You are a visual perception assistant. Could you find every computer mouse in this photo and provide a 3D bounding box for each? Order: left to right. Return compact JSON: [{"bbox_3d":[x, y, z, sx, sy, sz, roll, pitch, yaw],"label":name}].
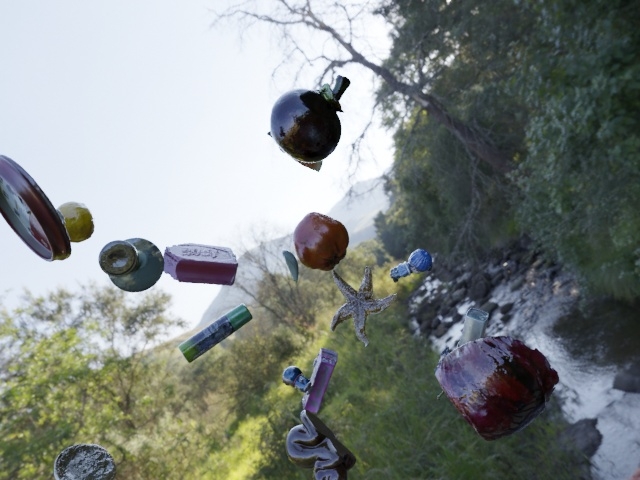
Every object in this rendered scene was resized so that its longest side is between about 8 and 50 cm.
[{"bbox_3d":[-0.079,0.073,1.327,0.032,0.110,0.056,-22,19,-3],"label":"computer mouse"}]

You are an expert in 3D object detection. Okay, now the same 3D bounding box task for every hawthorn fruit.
[{"bbox_3d":[0.000,0.000,1.410,0.189,0.189,0.189,-40,-8,-7],"label":"hawthorn fruit"}]

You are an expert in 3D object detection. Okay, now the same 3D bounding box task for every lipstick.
[{"bbox_3d":[0.469,0.337,1.436,0.077,0.078,0.253,-32,-49,-49],"label":"lipstick"}]

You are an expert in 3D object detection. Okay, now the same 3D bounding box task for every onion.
[{"bbox_3d":[0.475,0.395,1.196,0.280,0.314,0.146,-38,7,16],"label":"onion"}]

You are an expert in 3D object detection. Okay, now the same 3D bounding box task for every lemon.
[{"bbox_3d":[-0.755,-0.060,1.403,0.114,0.155,0.114,-27,-29,-17],"label":"lemon"}]

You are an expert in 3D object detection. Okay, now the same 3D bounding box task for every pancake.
[{"bbox_3d":[-0.602,0.585,1.173,0.025,0.151,0.151,-61,-13,15],"label":"pancake"}]

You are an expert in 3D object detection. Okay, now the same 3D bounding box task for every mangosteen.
[{"bbox_3d":[-0.019,-0.372,1.355,0.289,0.231,0.231,-51,-10,11],"label":"mangosteen"}]

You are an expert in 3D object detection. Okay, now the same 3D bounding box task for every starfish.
[{"bbox_3d":[0.123,0.197,1.435,0.235,0.277,0.062,-32,-36,13],"label":"starfish"}]

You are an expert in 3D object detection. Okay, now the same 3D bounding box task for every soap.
[{"bbox_3d":[-0.423,0.085,1.596,0.249,0.162,0.099,6,-68,-27],"label":"soap"}]

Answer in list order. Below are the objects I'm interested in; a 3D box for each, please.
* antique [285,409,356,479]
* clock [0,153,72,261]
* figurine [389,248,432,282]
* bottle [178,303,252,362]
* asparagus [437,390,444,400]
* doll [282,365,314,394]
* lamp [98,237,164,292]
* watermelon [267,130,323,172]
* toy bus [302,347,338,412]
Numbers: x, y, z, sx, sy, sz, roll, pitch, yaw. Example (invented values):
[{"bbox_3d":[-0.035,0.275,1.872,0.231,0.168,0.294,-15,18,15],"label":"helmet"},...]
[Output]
[{"bbox_3d":[-0.007,0.644,1.373,0.143,0.256,0.121,-54,-43,-6],"label":"antique"},{"bbox_3d":[-0.779,-0.083,1.234,0.080,0.318,0.318,-41,-6,-38],"label":"clock"},{"bbox_3d":[0.270,0.072,1.372,0.136,0.079,0.077,-19,23,26],"label":"figurine"},{"bbox_3d":[-0.456,0.402,2.009,0.330,0.093,0.093,-34,-9,-18],"label":"bottle"},{"bbox_3d":[0.514,0.637,1.922,0.163,0.016,0.016,100,-172,-49],"label":"asparagus"},{"bbox_3d":[-0.098,0.572,1.882,0.085,0.151,0.114,-49,-36,-22],"label":"doll"},{"bbox_3d":[-0.398,0.050,0.975,0.121,0.121,0.214,-39,-1,-13],"label":"lamp"},{"bbox_3d":[-0.070,-0.338,1.614,0.119,0.245,0.063,-44,35,21],"label":"watermelon"},{"bbox_3d":[-0.007,0.605,1.963,0.112,0.090,0.274,-77,4,-73],"label":"toy bus"}]
